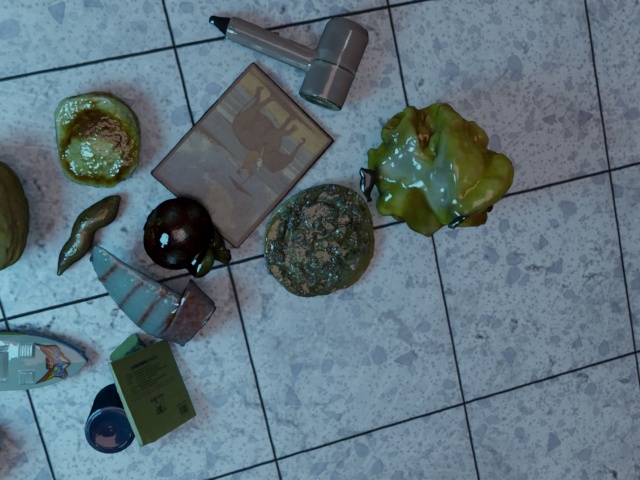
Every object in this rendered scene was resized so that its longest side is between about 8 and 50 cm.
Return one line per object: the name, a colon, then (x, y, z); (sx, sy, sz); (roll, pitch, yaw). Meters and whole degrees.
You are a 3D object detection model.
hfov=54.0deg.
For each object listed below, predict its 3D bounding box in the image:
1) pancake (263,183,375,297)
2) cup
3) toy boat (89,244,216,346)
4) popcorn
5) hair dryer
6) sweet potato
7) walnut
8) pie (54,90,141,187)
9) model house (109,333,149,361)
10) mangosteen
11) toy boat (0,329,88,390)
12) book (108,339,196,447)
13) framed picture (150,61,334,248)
pancake: (0.000, 0.001, 1.471); (0.282, 0.049, 0.282); (-1, 98, -10)
cup: (-0.439, 0.384, 1.387); (0.150, 0.138, 0.113); (-26, 101, -7)
toy boat: (-0.386, 0.117, 1.363); (0.282, 0.096, 0.206); (35, 127, -20)
popcorn: (0.254, -0.148, 1.409); (0.316, 0.281, 0.297); (46, 128, 6)
hair dryer: (-0.078, -0.438, 1.386); (0.344, 0.107, 0.189); (21, 92, -6)
sweet potato: (-0.515, -0.017, 1.369); (0.065, 0.051, 0.218); (39, 88, -15)
walnut: (-0.698, -0.044, 1.254); (0.224, 0.257, 0.257); (-2, 98, 22)
pie: (-0.474, -0.213, 1.337); (0.179, 0.084, 0.205); (-3, 100, -11)
model house: (-0.419, 0.268, 1.425); (0.079, 0.066, 0.083); (-46, 121, -13)
mangosteen: (-0.291, -0.005, 1.350); (0.184, 0.172, 0.172); (39, 89, 9)
toy boat: (-0.657, 0.260, 1.356); (0.295, 0.088, 0.129); (2, 97, -11)
book: (-0.364, 0.330, 1.378); (0.013, 0.168, 0.192); (-22, 88, 33)
framed picture: (-0.173, -0.190, 1.433); (0.265, 0.016, 0.347); (43, 88, -13)
